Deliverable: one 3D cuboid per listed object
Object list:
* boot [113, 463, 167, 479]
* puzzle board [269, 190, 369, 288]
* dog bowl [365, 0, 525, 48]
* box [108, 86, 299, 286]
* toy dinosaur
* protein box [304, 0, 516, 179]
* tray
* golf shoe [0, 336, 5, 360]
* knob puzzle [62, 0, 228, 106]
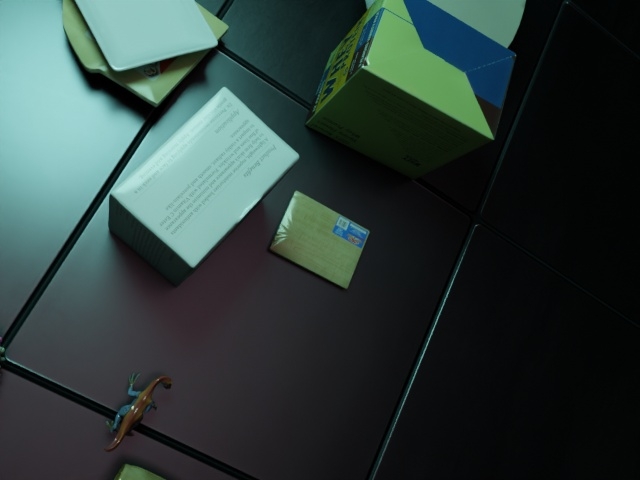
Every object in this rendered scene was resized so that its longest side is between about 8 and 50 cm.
[{"bbox_3d":[-0.160,0.421,0.668,0.269,0.089,0.236,30,61,-14],"label":"boot"},{"bbox_3d":[0.000,0.000,0.842,0.128,0.011,0.096,28,70,-15],"label":"puzzle board"},{"bbox_3d":[0.194,-0.389,0.880,0.265,0.104,0.265,-10,107,-37],"label":"dog bowl"},{"bbox_3d":[-0.145,-0.055,0.702,0.119,0.182,0.181,43,68,-7],"label":"box"},{"bbox_3d":[-0.210,0.199,0.696,0.047,0.090,0.082,39,100,-27],"label":"toy dinosaur"},{"bbox_3d":[0.118,-0.209,0.821,0.200,0.201,0.136,24,73,-16],"label":"protein box"},{"bbox_3d":[-0.258,-0.339,0.767,0.145,0.030,0.270,-25,80,-26],"label":"tray"},{"bbox_3d":[-0.438,0.220,0.589,0.140,0.115,0.306,15,69,-8],"label":"golf shoe"},{"bbox_3d":[-0.251,-0.283,0.781,0.213,0.030,0.213,7,68,-18],"label":"knob puzzle"}]
